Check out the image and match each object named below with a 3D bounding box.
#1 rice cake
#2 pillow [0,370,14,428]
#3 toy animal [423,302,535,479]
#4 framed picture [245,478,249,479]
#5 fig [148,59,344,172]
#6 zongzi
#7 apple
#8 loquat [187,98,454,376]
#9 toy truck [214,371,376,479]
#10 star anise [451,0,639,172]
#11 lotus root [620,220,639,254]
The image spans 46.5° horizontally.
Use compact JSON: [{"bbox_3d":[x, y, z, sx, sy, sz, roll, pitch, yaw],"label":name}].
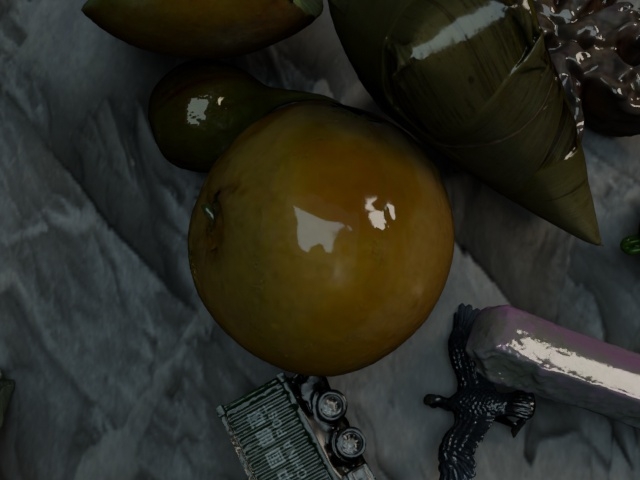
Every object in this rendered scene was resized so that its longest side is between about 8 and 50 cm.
[{"bbox_3d":[0.322,0.150,0.743,0.365,0.056,0.072,19,48,0],"label":"rice cake"},{"bbox_3d":[-0.440,0.251,0.674,0.310,0.283,0.138,-36,103,-6],"label":"pillow"},{"bbox_3d":[0.162,0.170,0.770,0.108,0.062,0.220,11,65,7],"label":"toy animal"},{"bbox_3d":[-0.001,0.282,0.778,0.109,0.011,0.149,-42,79,-7],"label":"framed picture"},{"bbox_3d":[-0.072,-0.144,0.835,0.237,0.124,0.124,-7,76,-10],"label":"fig"},{"bbox_3d":[0.143,-0.141,0.741,0.145,0.300,0.274,-40,34,7],"label":"zongzi"},{"bbox_3d":[-0.118,-0.299,0.810,0.254,0.179,0.346,10,34,-5],"label":"apple"},{"bbox_3d":[0.000,0.000,0.719,0.263,0.263,0.262,-1,77,2],"label":"loquat"},{"bbox_3d":[0.010,0.255,0.735,0.121,0.088,0.259,-28,76,-5],"label":"toy truck"},{"bbox_3d":[0.247,-0.203,0.827,0.332,0.117,0.331,-2,75,7],"label":"star anise"},{"bbox_3d":[0.397,-0.008,0.763,0.186,0.186,0.186,-1,77,2],"label":"lotus root"}]
